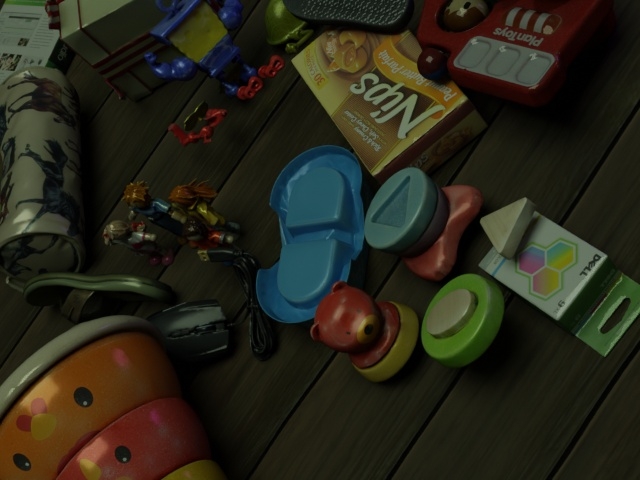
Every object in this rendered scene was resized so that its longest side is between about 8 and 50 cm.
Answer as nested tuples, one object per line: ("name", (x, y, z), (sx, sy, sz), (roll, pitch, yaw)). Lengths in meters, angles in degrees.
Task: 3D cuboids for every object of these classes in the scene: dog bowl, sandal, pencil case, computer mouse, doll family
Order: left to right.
("pencil case", (-0.519, -0.113, 2.221), (0.183, 0.160, 0.410), (-42, 45, 39))
("sandal", (-0.387, 0.102, 2.048), (0.303, 0.120, 0.086), (-1, 79, 33))
("doll family", (-0.240, -0.038, 1.987), (0.263, 0.163, 0.118), (0, 66, 34))
("computer mouse", (-0.199, 0.107, 1.906), (0.262, 0.060, 0.184), (-8, 87, 30))
("dog bowl", (0.000, 0.000, 1.865), (0.166, 0.074, 0.297), (-7, 62, 31))
("sandal", (0.040, -0.377, 1.954), (0.255, 0.054, 0.097), (24, 84, 33))

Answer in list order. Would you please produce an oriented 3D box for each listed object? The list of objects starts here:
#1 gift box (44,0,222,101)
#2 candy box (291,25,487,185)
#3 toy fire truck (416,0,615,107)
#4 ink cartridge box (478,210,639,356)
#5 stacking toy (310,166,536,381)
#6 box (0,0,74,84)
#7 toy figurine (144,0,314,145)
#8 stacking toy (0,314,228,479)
("gift box", (-0.344, -0.419, 2.208), (0.258, 0.255, 0.276), (-23, 51, 19))
("candy box", (0.102, -0.234, 1.913), (0.183, 0.087, 0.316), (-40, 50, 9))
("toy fire truck", (0.266, -0.324, 1.770), (0.302, 0.169, 0.254), (24, 68, 41))
("ink cartridge box", (0.326, 0.052, 1.624), (0.109, 0.062, 0.209), (-52, 49, 0))
("stacking toy", (0.129, 0.033, 1.668), (0.280, 0.130, 0.308), (-5, 60, 56))
("box", (-0.601, -0.392, 2.496), (0.232, 0.058, 0.321), (12, 74, 38))
("toy figurine", (-0.172, -0.357, 2.041), (0.362, 0.217, 0.191), (-47, 20, -5))
("stacking toy", (-0.233, 0.368, 1.723), (0.480, 0.350, 0.350), (41, 91, 24))
